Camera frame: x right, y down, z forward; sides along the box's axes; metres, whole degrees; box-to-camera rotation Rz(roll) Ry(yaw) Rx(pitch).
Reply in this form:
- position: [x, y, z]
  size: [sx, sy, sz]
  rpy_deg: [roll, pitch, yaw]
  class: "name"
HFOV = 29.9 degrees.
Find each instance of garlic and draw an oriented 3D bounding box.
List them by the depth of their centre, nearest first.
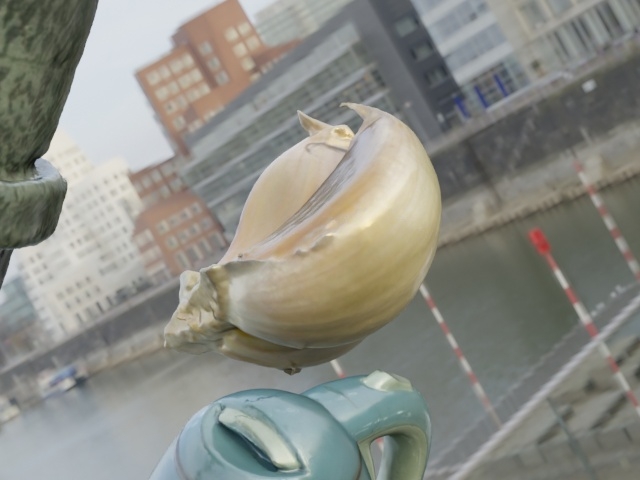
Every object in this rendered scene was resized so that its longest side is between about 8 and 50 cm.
- position: [0.000, 0.000, 1.218]
  size: [0.313, 0.249, 0.286]
  rpy_deg: [-45, -23, -37]
  class: "garlic"

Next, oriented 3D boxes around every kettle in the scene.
- position: [-0.029, 0.260, 1.020]
  size: [0.319, 0.247, 0.342]
  rpy_deg: [-24, -46, -41]
  class: "kettle"

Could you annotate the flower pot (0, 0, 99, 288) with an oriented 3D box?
- position: [-0.298, -0.090, 0.772]
  size: [0.299, 0.299, 0.282]
  rpy_deg: [-44, -26, -79]
  class: "flower pot"
